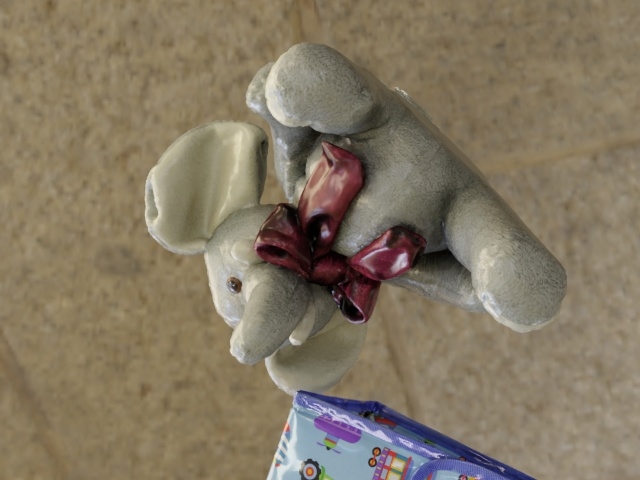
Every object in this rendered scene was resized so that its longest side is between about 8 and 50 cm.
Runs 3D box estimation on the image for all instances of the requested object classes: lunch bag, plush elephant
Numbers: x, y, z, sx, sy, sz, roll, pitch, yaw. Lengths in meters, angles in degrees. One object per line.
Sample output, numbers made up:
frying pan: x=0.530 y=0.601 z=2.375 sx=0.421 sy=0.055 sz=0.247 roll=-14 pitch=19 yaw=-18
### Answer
lunch bag: x=0.089 y=0.279 z=1.212 sx=0.138 sy=0.293 sz=0.221 roll=16 pitch=93 yaw=-54
plush elephant: x=0.000 y=0.000 z=1.187 sx=0.272 sy=0.330 sz=0.255 roll=42 pitch=100 yaw=-11
